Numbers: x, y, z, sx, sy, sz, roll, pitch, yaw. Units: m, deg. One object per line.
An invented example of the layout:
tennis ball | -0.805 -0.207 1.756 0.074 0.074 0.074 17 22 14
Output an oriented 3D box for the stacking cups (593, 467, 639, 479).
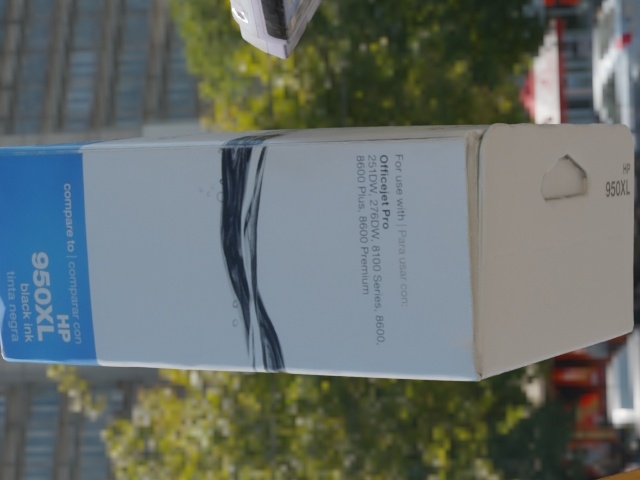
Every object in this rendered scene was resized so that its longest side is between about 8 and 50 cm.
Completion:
stacking cups | 0.006 0.099 0.329 0.096 0.316 0.096 44 -144 -43

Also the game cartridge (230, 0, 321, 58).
game cartridge | 0.000 -0.287 1.253 0.355 0.068 0.230 81 -148 -76

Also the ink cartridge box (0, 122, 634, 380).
ink cartridge box | 0.000 0.000 1.253 0.285 0.395 0.166 -9 -83 -59
